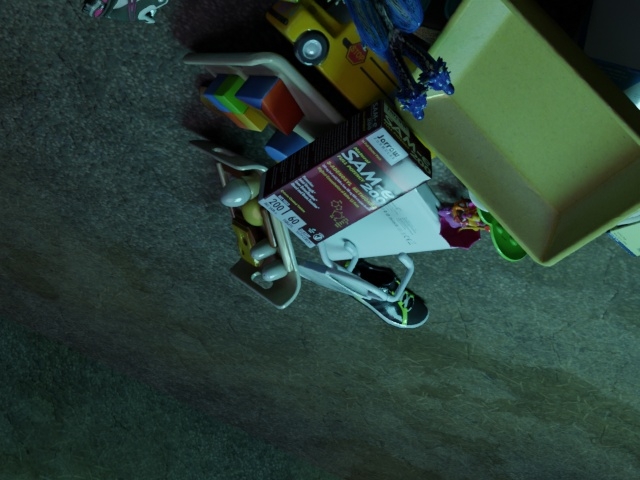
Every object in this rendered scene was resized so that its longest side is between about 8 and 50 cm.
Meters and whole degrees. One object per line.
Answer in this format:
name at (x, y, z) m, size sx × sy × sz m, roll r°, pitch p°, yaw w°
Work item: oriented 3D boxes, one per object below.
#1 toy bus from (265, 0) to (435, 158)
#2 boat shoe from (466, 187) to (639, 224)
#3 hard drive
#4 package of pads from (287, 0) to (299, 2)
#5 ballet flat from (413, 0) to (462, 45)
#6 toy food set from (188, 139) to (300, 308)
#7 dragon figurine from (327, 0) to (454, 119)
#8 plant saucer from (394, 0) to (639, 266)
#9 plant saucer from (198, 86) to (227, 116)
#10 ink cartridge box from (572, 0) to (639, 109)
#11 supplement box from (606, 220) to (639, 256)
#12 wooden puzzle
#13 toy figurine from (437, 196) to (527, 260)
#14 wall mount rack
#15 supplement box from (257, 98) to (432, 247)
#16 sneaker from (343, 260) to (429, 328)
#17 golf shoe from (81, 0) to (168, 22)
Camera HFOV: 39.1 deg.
toy bus at (0.073, -0.258, 1.369) m, size 0.333 × 0.130 × 0.108 m, roll 41°, pitch -173°, yaw -32°
boat shoe at (0.401, -0.093, 1.493) m, size 0.325 × 0.096 × 0.116 m, roll 2°, pitch 107°, yaw 0°
hard drive at (0.103, -0.040, 1.800) m, size 0.308 × 0.040 × 0.203 m, roll -6°, pitch 141°, yaw 36°
package of pads at (-0.114, -0.465, 1.177) m, size 0.229 × 0.101 × 0.296 m, roll 13°, pitch 144°, yaw 10°
ballet flat at (0.148, -0.328, 1.263) m, size 0.349 × 0.123 × 0.123 m, roll 27°, pitch 148°, yaw -13°
toy food set at (-0.155, -0.035, 1.728) m, size 0.220 × 0.092 × 0.306 m, roll 28°, pitch 138°, yaw 52°
dragon figurine at (0.073, -0.287, 1.116) m, size 0.085 × 0.144 × 0.289 m, roll -33°, pitch 121°, yaw 1°
plant saucer at (0.281, -0.153, 1.185) m, size 0.332 × 0.081 × 0.333 m, roll 48°, pitch 156°, yaw 5°
plant saucer at (-0.189, -0.247, 1.631) m, size 0.083 × 0.015 × 0.083 m, roll 29°, pitch 167°, yaw 7°
ink cartridge box at (0.418, -0.208, 1.238) m, size 0.171 × 0.168 × 0.232 m, roll 17°, pitch 149°, yaw 5°
supplement box at (0.557, -0.024, 1.561) m, size 0.083 × 0.056 × 0.083 m, roll 35°, pitch 145°, yaw -25°
wooden puzzle at (-0.051, -0.188, 1.493) m, size 0.348 × 0.080 × 0.322 m, roll 37°, pitch 172°, yaw -29°
toy figurine at (0.277, -0.034, 1.645) m, size 0.159 × 0.130 × 0.173 m, roll -4°, pitch 150°, yaw 48°
wall mount rack at (0.000, 0.000, 1.704) m, size 0.304 × 0.130 × 0.350 m, roll 33°, pitch 169°, yaw -28°
supplement box at (0.036, -0.097, 1.373) m, size 0.239 × 0.073 × 0.130 m, roll -30°, pitch 125°, yaw 28°
sneaker at (0.147, 0.118, 1.983) m, size 0.235 × 0.084 × 0.097 m, roll 27°, pitch 147°, yaw -13°
golf shoe at (-0.275, -0.424, 1.371) m, size 0.120 × 0.105 × 0.273 m, roll 15°, pitch 159°, yaw -23°
